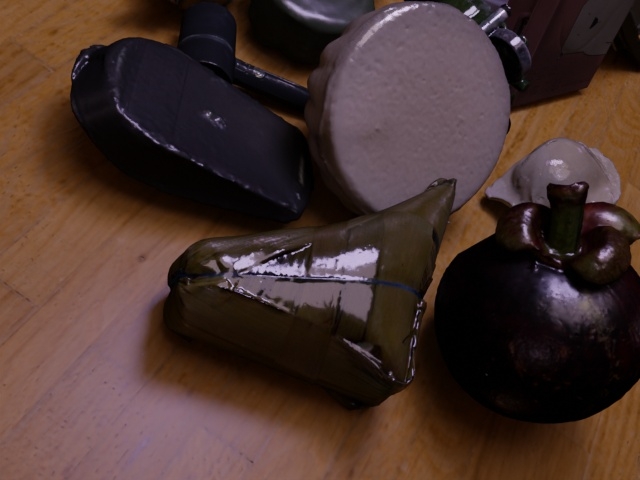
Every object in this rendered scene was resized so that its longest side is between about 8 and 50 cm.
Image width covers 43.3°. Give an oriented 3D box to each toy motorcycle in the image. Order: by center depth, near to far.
[{"bbox_3d":[0.174,-0.255,1.139,0.205,0.127,0.275,-40,68,-10],"label":"toy motorcycle"}]

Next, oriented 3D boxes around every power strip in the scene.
[{"bbox_3d":[0.507,-0.449,1.409,0.257,0.092,0.251,27,42,-57],"label":"power strip"}]

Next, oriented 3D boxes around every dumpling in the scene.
[{"bbox_3d":[0.321,-0.066,1.079,0.199,0.118,0.136,-17,61,-12],"label":"dumpling"}]

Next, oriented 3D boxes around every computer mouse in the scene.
[{"bbox_3d":[-0.141,-0.112,0.897,0.295,0.087,0.168,27,40,-23],"label":"computer mouse"}]

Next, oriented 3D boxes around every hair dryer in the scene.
[{"bbox_3d":[-0.077,-0.210,1.018,0.219,0.071,0.124,20,49,-22],"label":"hair dryer"}]

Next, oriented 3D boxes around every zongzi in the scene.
[{"bbox_3d":[0.000,0.000,0.827,0.260,0.123,0.289,23,63,-10],"label":"zongzi"}]

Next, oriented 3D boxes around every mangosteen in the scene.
[{"bbox_3d":[0.233,0.059,0.834,0.228,0.265,0.228,5,30,-3],"label":"mangosteen"}]

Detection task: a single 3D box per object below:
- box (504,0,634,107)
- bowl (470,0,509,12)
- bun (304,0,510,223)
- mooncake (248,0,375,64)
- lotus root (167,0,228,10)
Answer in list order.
[{"bbox_3d":[0.362,-0.323,1.227,0.215,0.215,0.086,-18,52,-35],"label":"box"},{"bbox_3d":[0.292,-0.513,1.378,0.287,0.144,0.287,14,52,-18],"label":"bowl"},{"bbox_3d":[0.080,-0.154,0.977,0.263,0.263,0.175,-3,15,-29],"label":"bun"},{"bbox_3d":[-0.015,-0.321,1.094,0.175,0.104,0.168,42,59,-1],"label":"mooncake"},{"bbox_3d":[-0.161,-0.358,1.045,0.125,0.118,0.221,-3,36,28],"label":"lotus root"}]
